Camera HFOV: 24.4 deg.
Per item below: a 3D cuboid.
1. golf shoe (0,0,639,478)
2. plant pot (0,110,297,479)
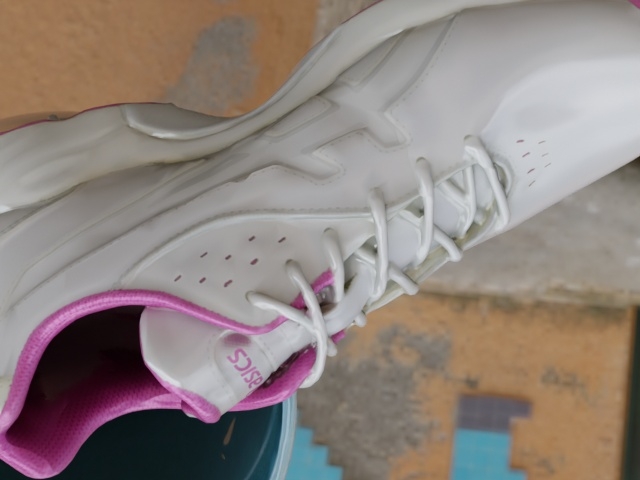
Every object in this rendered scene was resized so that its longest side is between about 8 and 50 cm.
[{"bbox_3d":[0.000,0.000,0.549,0.306,0.140,0.115,-19,137,12],"label":"golf shoe"},{"bbox_3d":[-0.144,0.042,0.866,0.271,0.272,0.255,10,-162,-2],"label":"plant pot"}]
